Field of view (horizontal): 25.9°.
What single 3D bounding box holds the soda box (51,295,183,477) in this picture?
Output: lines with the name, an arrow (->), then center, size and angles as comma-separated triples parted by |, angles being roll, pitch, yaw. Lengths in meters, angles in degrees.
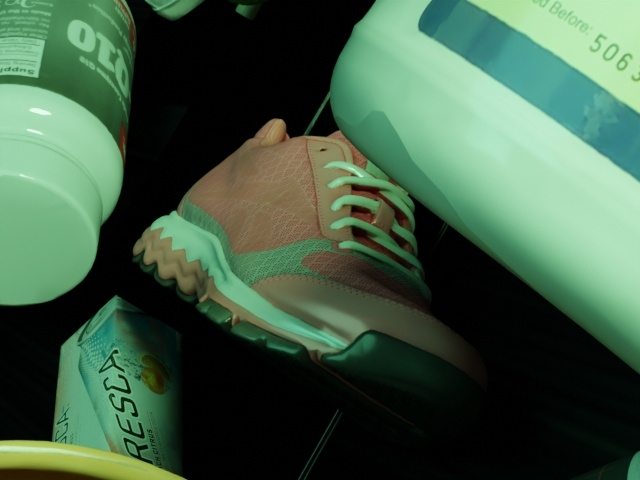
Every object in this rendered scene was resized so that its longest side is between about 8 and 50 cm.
soda box -> -0.123, 0.122, 0.841 | 0.063, 0.058, 0.183 | -41, 33, 25

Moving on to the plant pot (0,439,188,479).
plant pot -> -0.142, 0.229, 0.568 | 0.291, 0.290, 0.203 | -65, 14, -17

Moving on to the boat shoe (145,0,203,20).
boat shoe -> -0.094, -0.257, 1.177 | 0.184, 0.063, 0.066 | -27, 40, 41

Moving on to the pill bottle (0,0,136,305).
pill bottle -> -0.235, -0.092, 1.120 | 0.161, 0.161, 0.283 | -38, 34, 28

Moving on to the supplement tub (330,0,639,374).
supplement tub -> 0.183, -0.101, 0.433 | 0.325, 0.235, 0.235 | -52, 29, 5

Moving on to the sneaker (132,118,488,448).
sneaker -> -0.001, 0.000, 0.727 | 0.136, 0.116, 0.314 | -56, 29, -4

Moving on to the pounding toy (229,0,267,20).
pounding toy -> 0.014, -0.233, 0.984 | 0.237, 0.110, 0.183 | -73, 6, -89

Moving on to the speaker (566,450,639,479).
speaker -> 0.098, 0.118, 0.523 | 0.136, 0.055, 0.055 | -32, 37, 36
